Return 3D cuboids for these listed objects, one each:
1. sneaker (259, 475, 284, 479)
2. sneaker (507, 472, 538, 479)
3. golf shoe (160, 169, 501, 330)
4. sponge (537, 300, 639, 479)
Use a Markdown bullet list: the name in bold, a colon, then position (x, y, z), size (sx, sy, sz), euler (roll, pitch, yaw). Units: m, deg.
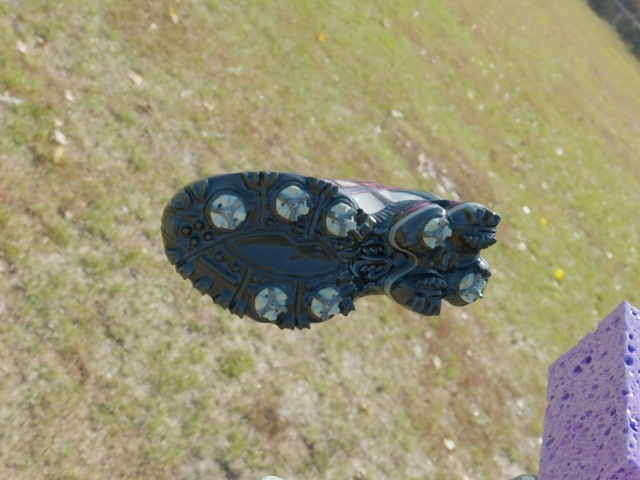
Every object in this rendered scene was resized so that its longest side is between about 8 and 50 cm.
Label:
- **sneaker**: position (-0.181, 0.523, 1.688), size (0.315, 0.182, 0.128), euler (17, 52, -54)
- **sneaker**: position (0.284, 0.433, 1.248), size (0.483, 0.202, 0.185), euler (6, 78, -70)
- **golf shoe**: position (0.000, 0.000, 0.672), size (0.272, 0.105, 0.120), euler (7, 14, -34)
- **sponge**: position (0.248, 0.158, 0.834), size (0.031, 0.117, 0.210), euler (34, 37, -6)
